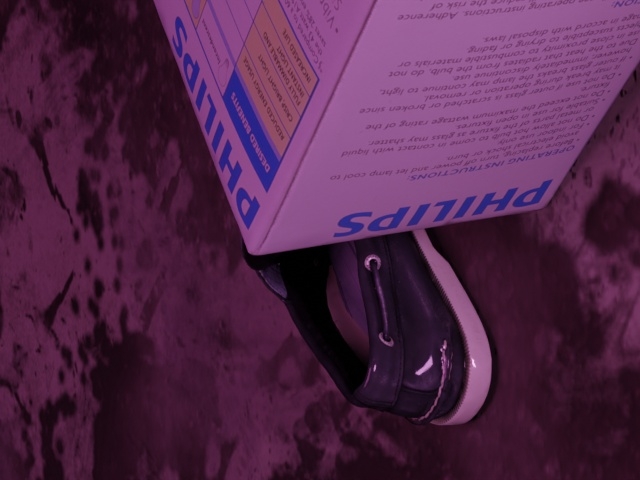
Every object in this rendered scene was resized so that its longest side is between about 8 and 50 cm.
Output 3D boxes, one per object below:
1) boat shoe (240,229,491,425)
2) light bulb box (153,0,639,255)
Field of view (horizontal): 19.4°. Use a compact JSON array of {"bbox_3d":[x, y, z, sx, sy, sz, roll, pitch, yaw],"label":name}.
[{"bbox_3d":[-0.001,0.003,1.382,0.340,0.113,0.127,62,140,33],"label":"boat shoe"},{"bbox_3d":[0.045,-0.241,1.148,0.361,0.225,0.358,117,138,-53],"label":"light bulb box"}]
